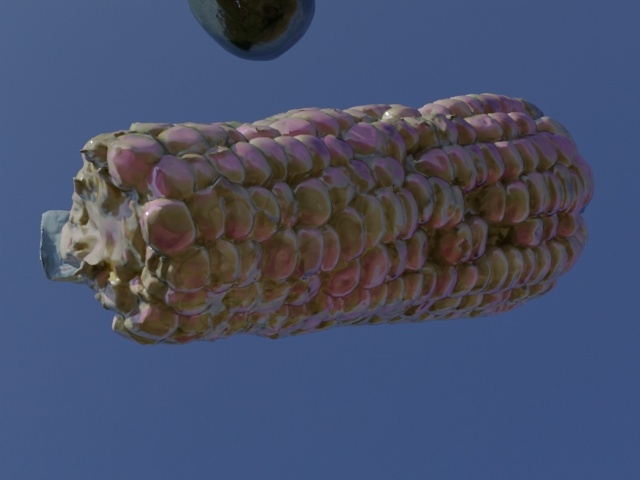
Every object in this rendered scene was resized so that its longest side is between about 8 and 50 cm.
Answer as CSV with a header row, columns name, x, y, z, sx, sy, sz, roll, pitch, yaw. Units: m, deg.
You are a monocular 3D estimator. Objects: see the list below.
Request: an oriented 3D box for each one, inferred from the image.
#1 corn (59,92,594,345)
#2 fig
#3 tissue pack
name,x,y,z,sx,sy,sz,roll,pitch,yaw
corn,0.023,-0.012,0.586,0.127,0.335,0.126,6,-81,39
fig,-0.093,-0.251,1.180,0.177,0.117,0.117,30,-74,2
tissue pack,-0.190,0.014,1.209,0.193,0.122,0.026,8,-56,-15
